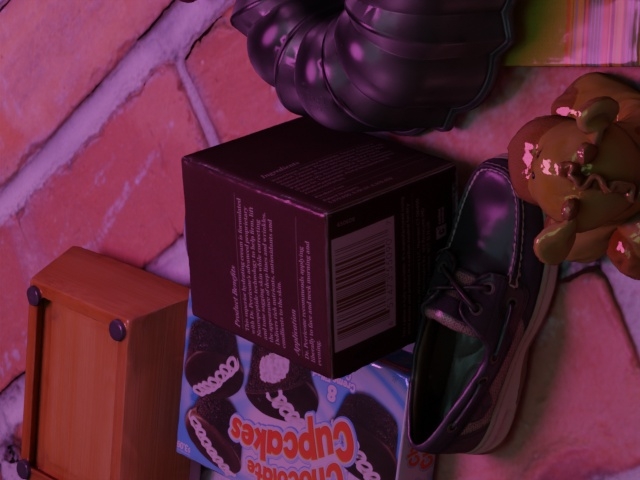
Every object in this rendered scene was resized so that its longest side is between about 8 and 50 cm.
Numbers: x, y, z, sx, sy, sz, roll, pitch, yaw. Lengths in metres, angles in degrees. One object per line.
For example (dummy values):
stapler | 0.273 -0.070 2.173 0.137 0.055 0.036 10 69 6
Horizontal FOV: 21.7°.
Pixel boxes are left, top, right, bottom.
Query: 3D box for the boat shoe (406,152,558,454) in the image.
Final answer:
boat shoe | 0.137 0.064 1.488 0.103 0.092 0.285 27 114 41

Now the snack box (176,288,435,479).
snack box | -0.018 0.175 1.685 0.322 0.060 0.187 18 109 43

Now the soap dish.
soap dish | -0.236 0.172 1.868 0.229 0.118 0.290 19 109 43

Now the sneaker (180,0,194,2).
sneaker | -0.111 -0.326 1.708 0.084 0.070 0.185 36 120 43

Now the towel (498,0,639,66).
towel | 0.196 -0.201 1.448 0.237 0.021 0.102 7 94 46

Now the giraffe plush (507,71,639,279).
giraffe plush | 0.223 -0.051 1.329 0.210 0.171 0.181 -8 90 46

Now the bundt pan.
bundt pan | 0.024 -0.247 1.506 0.331 0.124 0.330 21 117 47

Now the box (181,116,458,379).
box | 0.000 0.000 1.547 0.203 0.167 0.168 23 124 43
